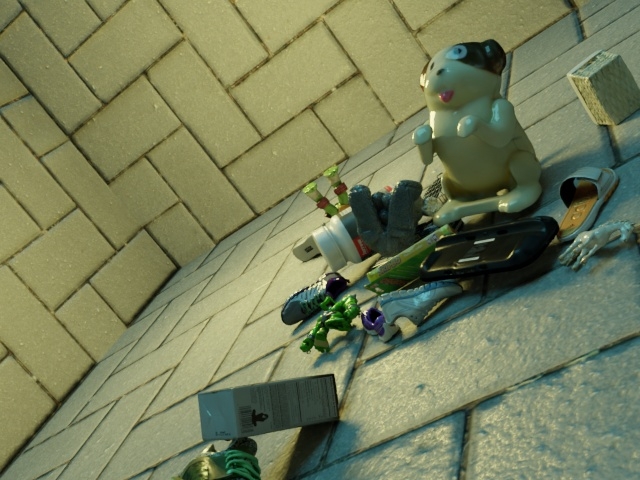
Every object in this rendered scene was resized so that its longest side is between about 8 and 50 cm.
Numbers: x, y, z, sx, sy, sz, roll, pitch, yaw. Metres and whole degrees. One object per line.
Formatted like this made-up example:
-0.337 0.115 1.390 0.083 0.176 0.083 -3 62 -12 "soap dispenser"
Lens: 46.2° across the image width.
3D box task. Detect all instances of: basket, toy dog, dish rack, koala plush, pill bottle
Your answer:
0.729 -0.386 1.910 0.113 0.167 0.103 -37 18 3 "basket"
0.401 -0.296 1.879 0.395 0.408 0.284 -34 18 -36 "toy dog"
0.420 -0.173 2.214 0.271 0.074 0.208 -31 13 35 "dish rack"
0.209 -0.075 2.013 0.196 0.203 0.221 -3 14 29 "koala plush"
0.129 -0.031 2.209 0.283 0.161 0.161 -30 12 -3 "pill bottle"

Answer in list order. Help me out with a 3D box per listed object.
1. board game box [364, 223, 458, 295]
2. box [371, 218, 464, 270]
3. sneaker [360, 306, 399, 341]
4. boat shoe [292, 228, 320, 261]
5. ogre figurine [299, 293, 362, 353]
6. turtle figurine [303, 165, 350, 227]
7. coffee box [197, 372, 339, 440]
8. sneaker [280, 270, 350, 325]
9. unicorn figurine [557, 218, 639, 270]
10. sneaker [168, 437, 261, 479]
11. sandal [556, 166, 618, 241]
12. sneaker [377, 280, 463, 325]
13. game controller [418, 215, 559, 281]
0.232 0.055 1.847 0.259 0.039 0.124 -36 -31 18 "board game box"
0.261 0.015 2.023 0.220 0.051 0.175 -24 19 45 "box"
0.131 0.180 1.757 0.068 0.071 0.170 -40 12 -9 "sneaker"
0.000 0.000 2.702 0.088 0.096 0.267 -53 11 -35 "boat shoe"
0.034 0.199 1.881 0.197 0.097 0.118 -63 0 35 "ogre figurine"
0.079 -0.088 2.405 0.198 0.266 0.274 -28 19 29 "turtle figurine"
-0.102 0.334 1.511 0.246 0.098 0.141 0 -12 -38 "coffee box"
-0.017 0.168 2.183 0.224 0.083 0.098 -40 18 -14 "sneaker"
0.507 0.003 1.384 0.111 0.060 0.162 -42 14 -14 "unicorn figurine"
-0.171 0.443 1.404 0.410 0.158 0.182 -18 36 54 "sneaker"
0.551 -0.099 1.585 0.102 0.076 0.265 -24 19 45 "sandal"
0.226 0.144 1.665 0.191 0.083 0.071 -16 -19 12 "sneaker"
0.352 0.022 1.610 0.319 0.067 0.166 -14 32 52 "game controller"
